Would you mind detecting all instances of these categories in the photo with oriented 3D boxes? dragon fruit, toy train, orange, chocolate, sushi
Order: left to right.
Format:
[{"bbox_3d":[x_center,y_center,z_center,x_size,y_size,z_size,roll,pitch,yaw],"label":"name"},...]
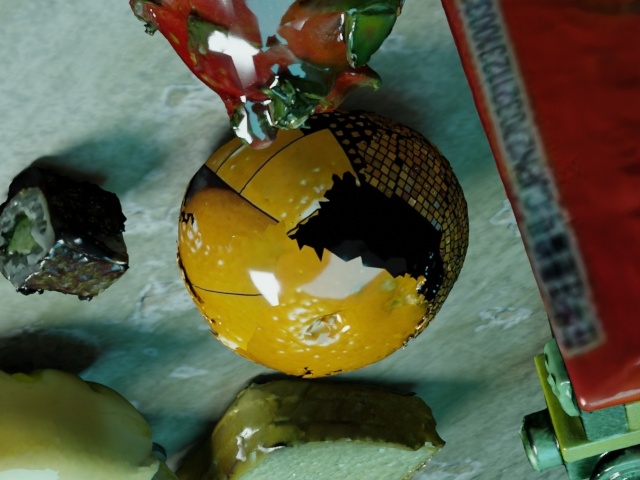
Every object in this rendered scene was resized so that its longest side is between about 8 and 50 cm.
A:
[{"bbox_3d":[-0.197,-0.005,1.466,0.098,0.094,0.084,-35,145,32],"label":"sushi"},{"bbox_3d":[-0.020,-0.195,1.114,0.198,0.200,0.269,-10,150,-29],"label":"dragon fruit"},{"bbox_3d":[0.000,0.000,1.480,0.234,0.182,0.234,1,145,1],"label":"orange"},{"bbox_3d":[0.381,0.120,1.851,0.397,0.160,0.253,-16,143,3],"label":"toy train"},{"bbox_3d":[0.290,-0.096,1.275,0.341,0.360,0.161,-21,161,14],"label":"chocolate"}]

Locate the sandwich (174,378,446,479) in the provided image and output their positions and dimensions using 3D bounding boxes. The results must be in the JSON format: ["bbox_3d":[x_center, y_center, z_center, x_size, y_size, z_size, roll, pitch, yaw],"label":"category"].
[{"bbox_3d":[-0.028,0.235,1.936,0.226,0.087,0.251,4,143,-30],"label":"sandwich"}]

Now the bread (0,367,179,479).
[{"bbox_3d":[-0.283,0.224,1.748,0.333,0.160,0.333,-9,147,-6],"label":"bread"}]

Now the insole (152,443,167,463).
[{"bbox_3d":[-0.248,0.246,1.944,0.192,0.010,0.063,-20,150,10],"label":"insole"}]
